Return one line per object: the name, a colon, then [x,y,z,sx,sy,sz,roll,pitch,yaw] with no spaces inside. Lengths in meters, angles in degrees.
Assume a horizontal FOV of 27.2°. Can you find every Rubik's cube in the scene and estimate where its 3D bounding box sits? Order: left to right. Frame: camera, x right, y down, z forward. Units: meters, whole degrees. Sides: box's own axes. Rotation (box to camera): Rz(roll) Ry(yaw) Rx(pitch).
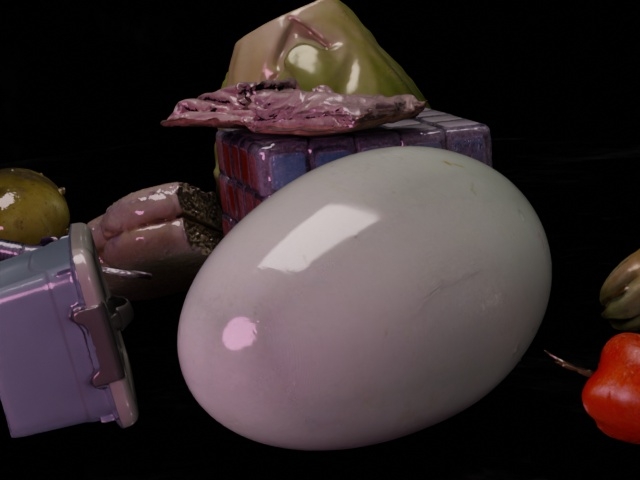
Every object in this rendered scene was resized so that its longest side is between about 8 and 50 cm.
Rubik's cube: [0.035,-0.009,1.354,0.237,0.237,0.238,-10,13,-15]

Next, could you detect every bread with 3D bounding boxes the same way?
bread: [-0.200,0.012,1.602,0.183,0.102,0.337,-21,-9,7]

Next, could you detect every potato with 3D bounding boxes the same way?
potato: [-0.467,-0.032,1.973,0.197,0.148,0.228,4,17,20]

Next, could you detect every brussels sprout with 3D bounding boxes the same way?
brussels sprout: [0.008,-0.111,1.610,0.281,0.354,0.289,-10,15,28]

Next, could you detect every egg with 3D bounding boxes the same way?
egg: [0.042,0.046,1.062,0.230,0.230,0.371,5,17,41]

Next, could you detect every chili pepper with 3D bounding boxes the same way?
chili pepper: [0.245,0.114,1.007,0.084,0.086,0.192,-40,37,-25]

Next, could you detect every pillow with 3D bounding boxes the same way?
pillow: [-0.026,-0.128,1.265,0.248,0.049,0.135,7,12,39]

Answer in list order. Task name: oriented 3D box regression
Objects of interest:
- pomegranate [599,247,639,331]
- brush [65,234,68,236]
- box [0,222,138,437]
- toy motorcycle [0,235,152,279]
pomegranate: [0.417,0.022,1.348,0.190,0.241,0.159,32,-6,36]
brush: [-0.394,0.001,2.088,0.043,0.036,0.248,-1,9,-13]
box: [-0.232,0.081,1.194,0.130,0.162,0.227,-16,11,-9]
toy motorcycle: [-0.390,0.050,1.443,0.401,0.134,0.207,12,-21,2]
